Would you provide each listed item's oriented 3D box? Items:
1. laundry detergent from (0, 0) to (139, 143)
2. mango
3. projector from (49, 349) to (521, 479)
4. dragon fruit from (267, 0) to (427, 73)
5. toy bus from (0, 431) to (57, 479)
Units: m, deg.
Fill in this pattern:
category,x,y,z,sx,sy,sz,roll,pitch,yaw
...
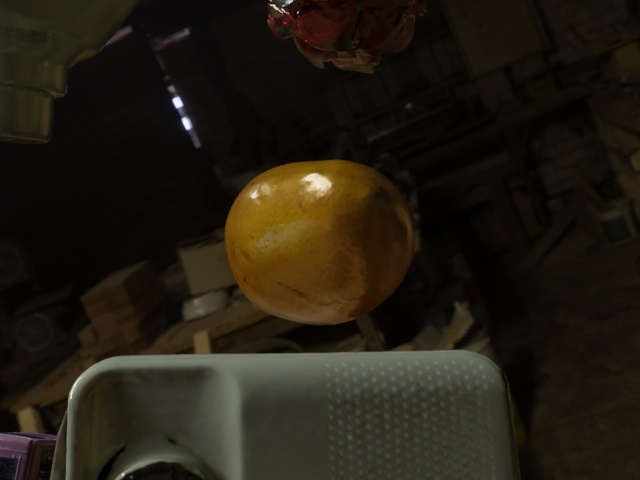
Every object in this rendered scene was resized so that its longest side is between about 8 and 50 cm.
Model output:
category,x,y,z,sx,sy,sz,roll,pitch,yaw
laundry detergent,-0.231,-0.282,0.704,0.264,0.397,0.125,3,0,-21
mango,0.000,0.000,0.663,0.112,0.145,0.219,-55,10,-24
projector,-0.029,0.143,0.438,0.243,0.163,0.177,0,-17,-4
dragon fruit,0.030,-0.273,0.905,0.182,0.182,0.188,-21,11,21
toy bus,-0.357,0.327,0.976,0.096,0.198,0.108,3,-14,17
